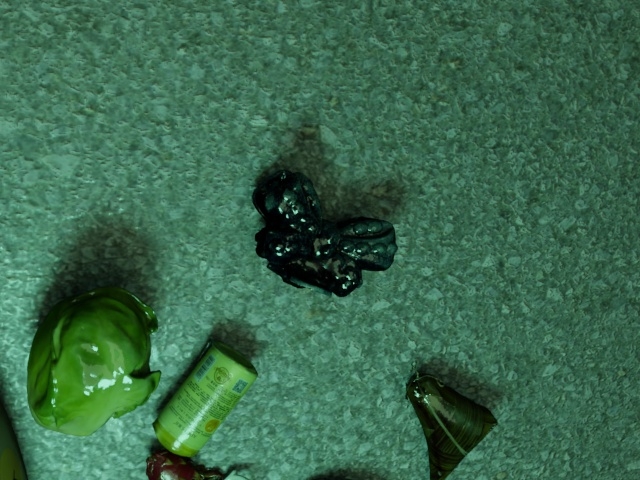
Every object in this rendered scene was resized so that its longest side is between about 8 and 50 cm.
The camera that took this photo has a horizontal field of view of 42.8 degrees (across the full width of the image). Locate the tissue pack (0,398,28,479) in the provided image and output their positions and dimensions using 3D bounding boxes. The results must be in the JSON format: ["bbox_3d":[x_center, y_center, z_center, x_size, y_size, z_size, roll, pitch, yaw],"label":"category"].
[{"bbox_3d":[-0.677,0.441,1.473,0.268,0.277,0.386,-13,107,-13],"label":"tissue pack"}]

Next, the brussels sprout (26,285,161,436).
[{"bbox_3d":[-0.414,0.215,1.510,0.227,0.259,0.294,21,94,-23],"label":"brussels sprout"}]

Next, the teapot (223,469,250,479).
[{"bbox_3d":[-0.248,0.633,1.745,0.298,0.139,0.204,-38,145,-7],"label":"teapot"}]

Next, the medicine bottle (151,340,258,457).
[{"bbox_3d":[-0.241,0.331,1.681,0.124,0.124,0.239,37,91,-24],"label":"medicine bottle"}]

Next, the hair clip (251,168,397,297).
[{"bbox_3d":[-0.005,0.004,1.644,0.310,0.194,0.206,28,87,-22],"label":"hair clip"}]

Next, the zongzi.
[{"bbox_3d":[0.248,0.442,1.892,0.248,0.111,0.241,34,97,-19],"label":"zongzi"}]

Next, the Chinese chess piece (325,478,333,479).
[{"bbox_3d":[0.014,0.713,1.857,0.338,0.140,0.337,-5,106,-18],"label":"Chinese chess piece"}]

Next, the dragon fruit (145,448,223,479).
[{"bbox_3d":[-0.289,0.500,1.727,0.190,0.094,0.094,31,92,-35],"label":"dragon fruit"}]
